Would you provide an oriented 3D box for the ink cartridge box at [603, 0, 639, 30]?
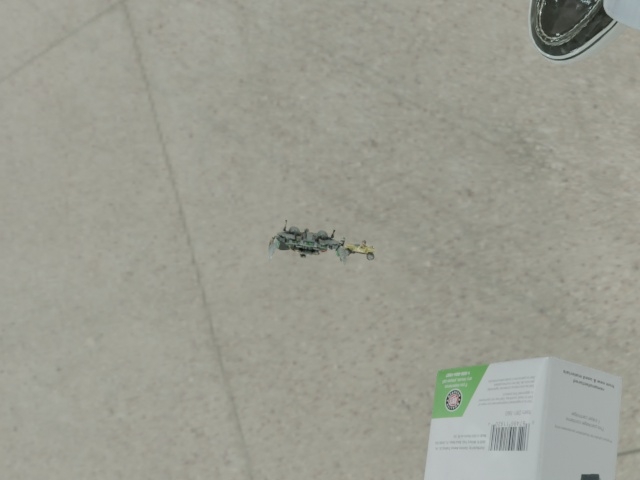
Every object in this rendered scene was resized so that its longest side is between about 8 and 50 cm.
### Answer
[{"bbox_3d":[0.377,-0.150,0.485,0.385,0.308,0.091,30,154,21],"label":"ink cartridge box"}]

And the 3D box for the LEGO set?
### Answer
[{"bbox_3d":[-0.001,-0.001,0.644,0.054,0.083,0.023,12,100,23],"label":"LEGO set"}]

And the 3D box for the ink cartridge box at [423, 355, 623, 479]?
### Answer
[{"bbox_3d":[0.167,0.221,0.910,0.160,0.093,0.219,-19,58,59],"label":"ink cartridge box"}]

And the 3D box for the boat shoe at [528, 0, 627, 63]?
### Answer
[{"bbox_3d":[0.179,-0.204,0.660,0.078,0.070,0.219,43,134,25],"label":"boat shoe"}]
